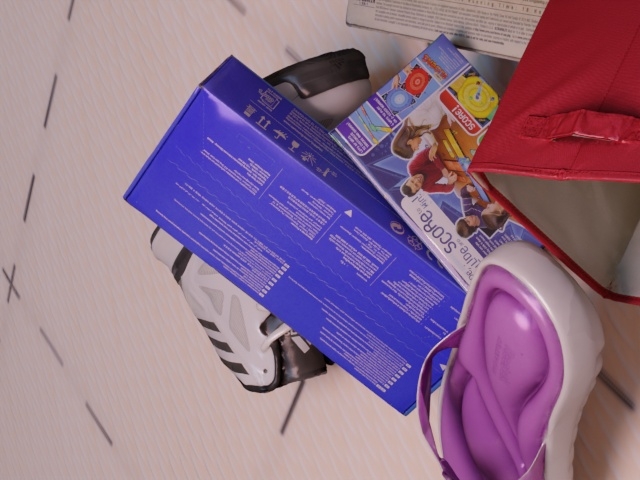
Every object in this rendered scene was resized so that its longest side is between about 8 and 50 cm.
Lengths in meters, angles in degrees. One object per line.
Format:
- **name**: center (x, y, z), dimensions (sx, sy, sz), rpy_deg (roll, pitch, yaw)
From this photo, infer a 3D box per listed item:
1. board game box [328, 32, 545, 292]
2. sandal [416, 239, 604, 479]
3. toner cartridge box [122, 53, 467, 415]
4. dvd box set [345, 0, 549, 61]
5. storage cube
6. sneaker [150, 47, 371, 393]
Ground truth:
- **board game box**: center (0.123, -0.063, 1.062), dimensions (0.136, 0.035, 0.201), rpy_deg (-40, 79, 5)
- **sandal**: center (0.135, 0.159, 1.026), dimensions (0.169, 0.102, 0.416), rpy_deg (48, 153, 37)
- **toner cartridge box**: center (0.000, 0.000, 1.137), dimensions (0.348, 0.075, 0.165), rpy_deg (38, 128, -4)
- **dvd box set**: center (0.153, -0.379, 1.063), dimensions (0.307, 0.062, 0.420), rpy_deg (22, 113, 49)
- **storage cube**: center (0.253, -0.073, 0.821), dimensions (0.184, 0.215, 0.193), rpy_deg (9, 67, 52)
- **sneaker**: center (-0.020, 0.004, 1.297), dimensions (0.257, 0.169, 0.447), rpy_deg (60, 145, 15)
